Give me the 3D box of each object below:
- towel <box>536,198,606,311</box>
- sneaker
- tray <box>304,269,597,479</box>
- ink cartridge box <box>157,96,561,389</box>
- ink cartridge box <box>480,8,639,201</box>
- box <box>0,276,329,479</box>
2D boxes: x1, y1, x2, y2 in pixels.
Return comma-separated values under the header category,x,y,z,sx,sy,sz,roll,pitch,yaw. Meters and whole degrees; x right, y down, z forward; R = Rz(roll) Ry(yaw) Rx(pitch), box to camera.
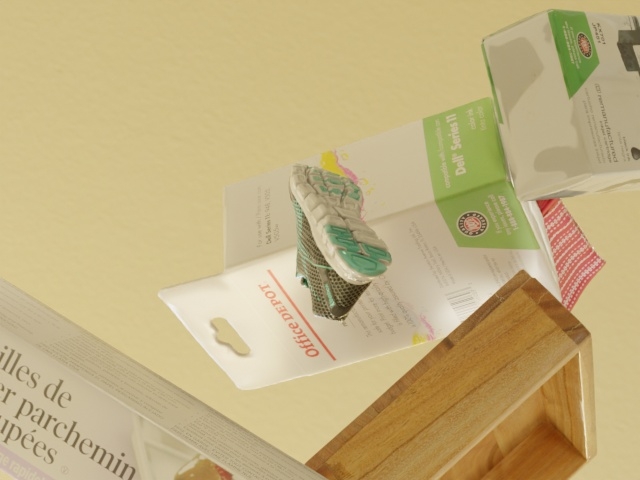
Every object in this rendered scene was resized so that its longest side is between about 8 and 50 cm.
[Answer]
category,x,y,z,sx,sy,sz,roll,pitch,yaw
towel,0.249,0.060,1.357,0.199,0.031,0.275,-58,-31,-3
sneaker,0.000,0.000,0.912,0.166,0.065,0.076,-108,38,-56
tray,0.127,0.177,0.959,0.203,0.076,0.411,-41,-25,-4
ink cartridge box,0.038,0.014,1.165,0.207,0.354,0.119,57,-159,-45
ink cartridge box,0.257,-0.123,1.063,0.208,0.087,0.153,-8,-99,-43
box,-0.068,0.116,0.562,0.063,0.324,0.067,-62,-10,8
